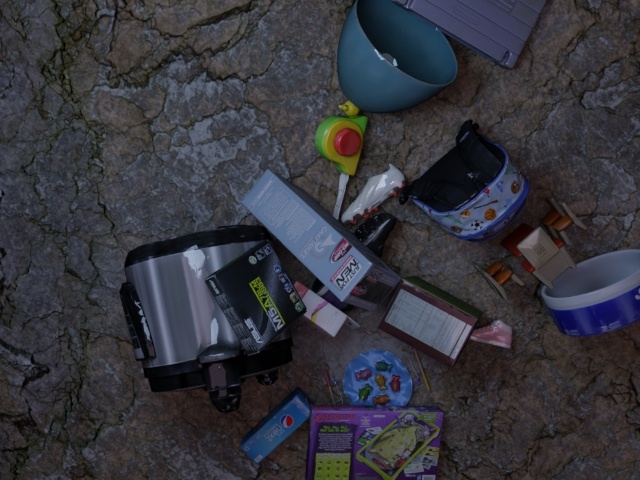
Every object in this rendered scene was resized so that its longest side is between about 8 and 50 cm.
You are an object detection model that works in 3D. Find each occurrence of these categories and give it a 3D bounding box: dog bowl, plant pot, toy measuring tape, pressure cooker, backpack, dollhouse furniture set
[{"bbox_3d":[0.676,0.123,1.754,0.265,0.265,0.104,-25,97,5],"label":"dog bowl"},{"bbox_3d":[0.151,-0.417,1.742,0.290,0.290,0.195,43,133,-2],"label":"plant pot"},{"bbox_3d":[0.029,-0.193,1.830,0.121,0.121,0.330,15,102,1],"label":"toy measuring tape"},{"bbox_3d":[-0.253,0.196,1.732,0.375,0.370,0.420,-14,86,34],"label":"pressure cooker"},{"bbox_3d":[0.362,-0.117,1.746,0.213,0.263,0.276,40,97,-18],"label":"backpack"},{"bbox_3d":[0.500,0.011,1.755,0.262,0.259,0.135,-42,102,5],"label":"dollhouse furniture set"}]

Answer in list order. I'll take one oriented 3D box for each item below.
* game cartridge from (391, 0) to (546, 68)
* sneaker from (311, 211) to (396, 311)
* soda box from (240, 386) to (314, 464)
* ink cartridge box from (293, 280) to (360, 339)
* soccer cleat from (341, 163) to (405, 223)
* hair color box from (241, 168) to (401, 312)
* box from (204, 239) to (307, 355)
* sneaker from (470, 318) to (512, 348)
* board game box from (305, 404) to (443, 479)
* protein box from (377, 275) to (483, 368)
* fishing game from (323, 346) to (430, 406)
[{"bbox_3d":[0.364,-0.591,1.743,0.355,0.068,0.230,24,93,-22],"label":"game cartridge"},{"bbox_3d":[0.112,0.058,1.874,0.124,0.107,0.283,38,101,-16],"label":"sneaker"},{"bbox_3d":[-0.112,0.487,1.932,0.210,0.071,0.067,-43,95,6],"label":"soda box"},{"bbox_3d":[-0.004,0.191,1.866,0.198,0.115,0.067,35,76,-1],"label":"ink cartridge box"},{"bbox_3d":[0.127,-0.115,1.863,0.196,0.068,0.076,-37,73,8],"label":"soccer cleat"},{"bbox_3d":[0.000,0.000,1.735,0.374,0.185,0.113,43,98,29],"label":"hair color box"},{"bbox_3d":[-0.135,0.119,1.576,0.045,0.184,0.190,-23,98,40],"label":"box"},{"bbox_3d":[0.431,0.232,1.889,0.134,0.051,0.070,12,88,4],"label":"sneaker"},{"bbox_3d":[0.139,0.533,1.903,0.347,0.056,0.208,3,103,-9],"label":"board game box"},{"bbox_3d":[0.272,0.194,1.795,0.201,0.200,0.136,28,97,14],"label":"protein box"},{"bbox_3d":[0.149,0.382,1.924,0.264,0.041,0.189,-15,93,5],"label":"fishing game"}]
